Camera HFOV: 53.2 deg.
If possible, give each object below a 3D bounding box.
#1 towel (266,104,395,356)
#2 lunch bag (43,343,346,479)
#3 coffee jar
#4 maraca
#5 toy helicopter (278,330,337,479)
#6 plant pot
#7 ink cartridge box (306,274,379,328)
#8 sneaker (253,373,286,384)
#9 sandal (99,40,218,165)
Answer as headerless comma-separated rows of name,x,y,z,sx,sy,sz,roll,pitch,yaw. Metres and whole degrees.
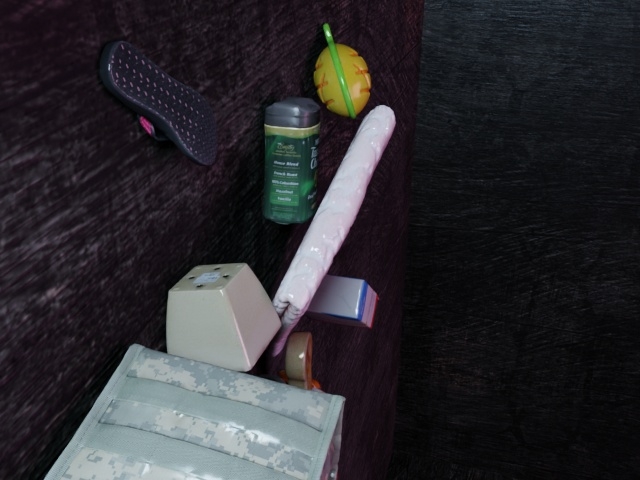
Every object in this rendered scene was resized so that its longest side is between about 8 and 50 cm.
towel,0.000,0.000,0.972,0.317,0.053,0.332,119,-3,-64
lunch bag,-0.126,0.262,0.577,0.287,0.235,0.169,-66,164,-47
coffee jar,-0.043,-0.124,0.976,0.096,0.079,0.184,-54,149,-65
maraca,0.034,-0.304,1.149,0.127,0.099,0.186,67,8,-66
toy helicopter,-0.029,0.303,1.156,0.235,0.140,0.355,-69,161,-58
plant pot,-0.122,0.085,0.767,0.109,0.109,0.096,-52,135,-61
ink cartridge box,0.038,0.127,1.306,0.231,0.134,0.078,46,53,-70
sneaker,-0.107,0.313,0.941,0.267,0.101,0.106,-53,150,-60
sandal,-0.160,-0.133,0.637,0.179,0.040,0.067,40,52,-56
